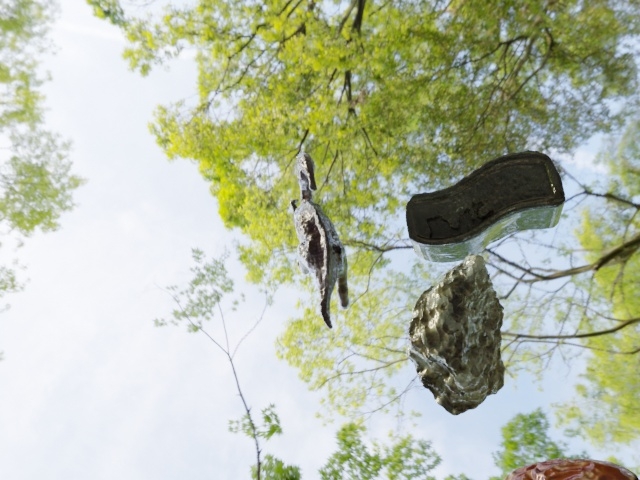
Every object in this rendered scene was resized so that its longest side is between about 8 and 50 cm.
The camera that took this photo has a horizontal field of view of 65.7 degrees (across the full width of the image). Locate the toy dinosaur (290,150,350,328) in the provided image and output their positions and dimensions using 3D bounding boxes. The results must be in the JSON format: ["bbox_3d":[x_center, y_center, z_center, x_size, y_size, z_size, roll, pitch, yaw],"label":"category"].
[{"bbox_3d":[-0.008,0.001,0.820,0.077,0.162,0.295,-19,-104,-7],"label":"toy dinosaur"}]

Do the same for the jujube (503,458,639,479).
[{"bbox_3d":[0.446,0.477,0.884,0.250,0.174,0.174,-27,-110,22],"label":"jujube"}]

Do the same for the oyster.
[{"bbox_3d":[0.166,0.114,0.594,0.124,0.064,0.178,-16,-91,-13],"label":"oyster"}]

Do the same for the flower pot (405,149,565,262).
[{"bbox_3d":[0.239,-0.045,0.745,0.229,0.108,0.103,-21,-111,12],"label":"flower pot"}]
